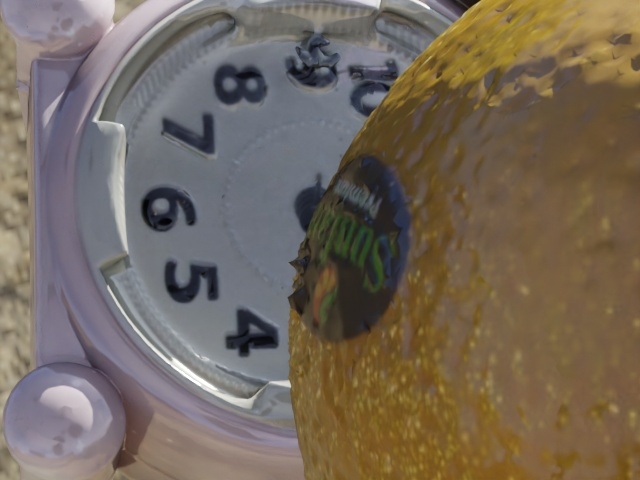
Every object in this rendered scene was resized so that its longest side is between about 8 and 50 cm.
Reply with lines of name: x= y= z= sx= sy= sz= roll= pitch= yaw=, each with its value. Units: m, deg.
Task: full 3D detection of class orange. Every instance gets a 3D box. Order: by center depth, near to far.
orange: x=0.099 y=0.031 z=0.484 sx=0.236 sy=0.236 sz=0.236 roll=-5 pitch=41 yaw=4

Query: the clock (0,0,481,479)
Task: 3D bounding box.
clock: x=0.000 y=0.000 z=1.056 sx=0.326 sy=0.184 sz=0.342 roll=-3 pitch=76 yaw=-4
